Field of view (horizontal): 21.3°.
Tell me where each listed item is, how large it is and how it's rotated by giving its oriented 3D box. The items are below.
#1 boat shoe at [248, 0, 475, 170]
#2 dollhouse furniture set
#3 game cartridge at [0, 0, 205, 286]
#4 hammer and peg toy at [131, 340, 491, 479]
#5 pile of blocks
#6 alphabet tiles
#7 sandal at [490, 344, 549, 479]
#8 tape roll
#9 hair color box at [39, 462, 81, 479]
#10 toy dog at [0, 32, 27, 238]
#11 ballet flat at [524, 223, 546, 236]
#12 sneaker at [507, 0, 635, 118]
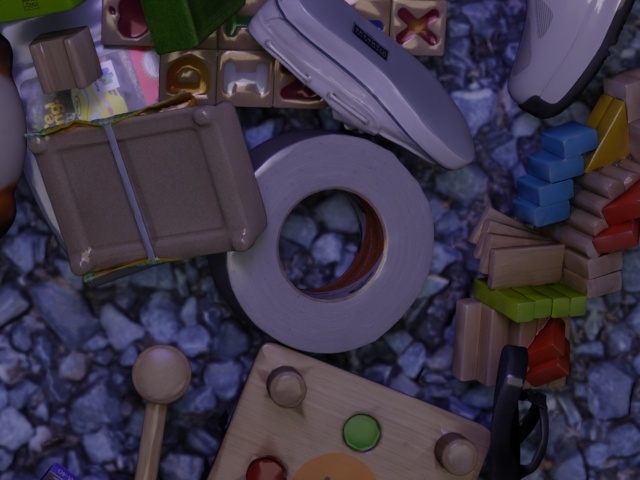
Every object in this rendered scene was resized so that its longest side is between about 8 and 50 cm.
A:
[{"bbox_3d":[0.041,-0.152,1.668,0.258,0.095,0.084,43,124,-14],"label":"boat shoe"},{"bbox_3d":[-0.166,-0.135,1.622,0.198,0.151,0.301,-8,113,18],"label":"dollhouse furniture set"},{"bbox_3d":[-0.210,-0.113,1.715,0.196,0.060,0.294,-19,92,-2],"label":"game cartridge"},{"bbox_3d":[-0.040,0.245,1.695,0.361,0.127,0.266,21,90,-5],"label":"hammer and peg toy"},{"bbox_3d":[0.250,-0.006,1.689,0.149,0.112,0.362,22,94,-31],"label":"pile of blocks"},{"bbox_3d":[-0.041,-0.270,1.666,0.343,0.011,0.285,1,105,-8],"label":"alphabet tiles"},{"bbox_3d":[0.198,0.194,1.682,0.054,0.254,0.097,4,47,9],"label":"sandal"},{"bbox_3d":[0.000,0.000,1.698,0.219,0.072,0.219,-3,99,-19],"label":"tape roll"},{"bbox_3d":[-0.281,0.393,1.611,0.185,0.110,0.339,38,116,-5],"label":"hair color box"},{"bbox_3d":[-0.467,-0.111,1.544,0.408,0.395,0.284,2,74,-38],"label":"toy dog"},{"bbox_3d":[0.211,0.008,1.765,0.041,0.041,0.114,32,86,-5],"label":"ballet flat"},{"bbox_3d":[0.209,-0.358,1.676,0.257,0.169,0.447,18,106,-4],"label":"sneaker"}]
